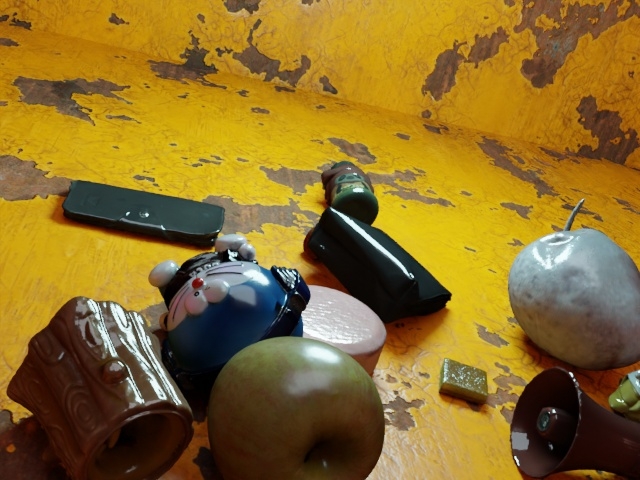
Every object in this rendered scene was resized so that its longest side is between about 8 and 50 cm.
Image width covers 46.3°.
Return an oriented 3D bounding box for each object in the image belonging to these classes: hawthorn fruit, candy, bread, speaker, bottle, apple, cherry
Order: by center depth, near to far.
[{"bbox_3d":[-0.041,0.263,1.098,0.257,0.256,0.234,4,13,-24],"label":"apple"},{"bbox_3d":[0.508,0.374,1.391,0.330,0.198,0.259,23,-18,-21],"label":"speaker"},{"bbox_3d":[0.007,0.185,1.469,0.255,0.094,0.255,14,25,-7],"label":"candy"},{"bbox_3d":[0.287,0.284,1.505,0.094,0.035,0.090,18,25,1],"label":"bread"},{"bbox_3d":[0.590,0.133,1.708,0.326,0.291,0.335,29,37,-14],"label":"cherry"},{"bbox_3d":[0.000,0.000,1.845,0.081,0.093,0.081,14,25,-6],"label":"hawthorn fruit"},{"bbox_3d":[0.075,-0.140,2.128,0.156,0.143,0.271,35,20,-24],"label":"bottle"}]

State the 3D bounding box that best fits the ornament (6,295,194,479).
[{"bbox_3d":[-0.300,0.224,1.071,0.235,0.221,0.217,-13,42,-34],"label":"ornament"}]

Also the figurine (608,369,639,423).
[{"bbox_3d":[0.732,0.357,1.527,0.274,0.133,0.194,30,27,5],"label":"figurine"}]

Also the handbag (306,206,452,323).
[{"bbox_3d":[0.153,0.064,1.759,0.288,0.152,0.342,10,29,-51],"label":"handbag"}]

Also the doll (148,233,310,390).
[{"bbox_3d":[-0.162,0.134,1.321,0.284,0.240,0.310,-37,26,-9],"label":"doll"}]

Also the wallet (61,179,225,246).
[{"bbox_3d":[-0.420,-0.069,1.788,0.378,0.051,0.197,11,25,-9],"label":"wallet"}]
